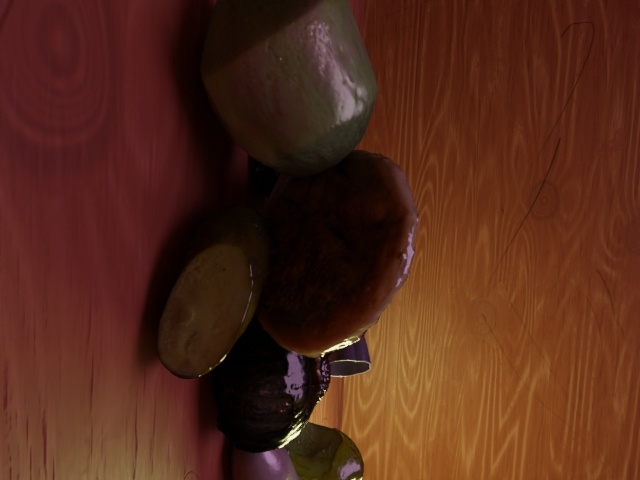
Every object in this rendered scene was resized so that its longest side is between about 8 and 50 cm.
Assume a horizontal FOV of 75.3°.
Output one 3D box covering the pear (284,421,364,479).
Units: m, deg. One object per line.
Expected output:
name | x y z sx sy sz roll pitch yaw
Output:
pear | -0.002 0.716 1.316 0.286 0.281 0.177 -69 168 -59

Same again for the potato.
potato | -0.153 0.069 0.644 0.176 0.141 0.298 103 -3 -55

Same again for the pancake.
pancake | 0.000 0.001 0.716 0.082 0.386 0.387 31 57 -40

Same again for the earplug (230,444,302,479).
earplug | -0.129 0.543 0.951 0.172 0.172 0.302 -72 156 -54

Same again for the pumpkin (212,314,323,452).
pumpkin | -0.100 0.262 0.870 0.320 0.192 0.321 -1 90 -79

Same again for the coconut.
coconut | -0.058 -0.280 0.700 0.328 0.281 0.329 39 43 -48

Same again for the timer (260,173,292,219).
timer | -0.007 -0.031 0.870 0.250 0.161 0.258 15 -103 59

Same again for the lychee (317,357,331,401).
lychee | -0.065 0.371 1.146 0.194 0.194 0.195 4 90 -79

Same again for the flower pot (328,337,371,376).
flower pot | 0.087 0.469 1.883 0.265 0.264 0.243 77 5 -57

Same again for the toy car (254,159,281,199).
toy car | -0.115 -0.148 1.006 0.216 0.063 0.103 65 31 -52
